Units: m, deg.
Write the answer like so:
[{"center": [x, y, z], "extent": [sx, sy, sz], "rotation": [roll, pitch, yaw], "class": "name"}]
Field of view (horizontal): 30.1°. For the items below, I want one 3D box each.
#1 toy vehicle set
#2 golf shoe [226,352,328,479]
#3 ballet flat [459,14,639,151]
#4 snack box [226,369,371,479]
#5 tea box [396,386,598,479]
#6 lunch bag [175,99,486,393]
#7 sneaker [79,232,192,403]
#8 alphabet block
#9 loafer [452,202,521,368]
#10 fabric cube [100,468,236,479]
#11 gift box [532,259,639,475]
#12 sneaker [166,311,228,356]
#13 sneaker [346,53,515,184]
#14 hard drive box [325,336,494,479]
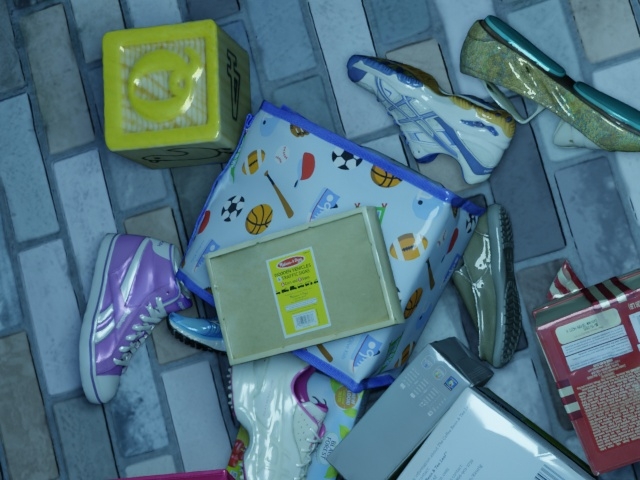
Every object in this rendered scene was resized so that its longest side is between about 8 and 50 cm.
[{"center": [-0.027, 0.066, 1.653], "extent": [0.267, 0.035, 0.166], "rotation": [-16, 83, 26], "class": "toy vehicle set"}, {"center": [-0.051, 0.310, 1.773], "extent": [0.140, 0.115, 0.306], "rotation": [-11, 82, 8], "class": "golf shoe"}, {"center": [0.360, -0.210, 1.813], "extent": [0.348, 0.123, 0.123], "rotation": [36, 93, 13], "class": "ballet flat"}, {"center": [-0.035, 0.302, 1.862], "extent": [0.174, 0.070, 0.207], "rotation": [18, 90, 14], "class": "snack box"}, {"center": [0.208, 0.397, 1.667], "extent": [0.220, 0.323, 0.329], "rotation": [37, 93, 13], "class": "tea box"}, {"center": [0.000, 0.000, 1.796], "extent": [0.385, 0.239, 0.327], "rotation": [27, 93, 22], "class": "lunch bag"}, {"center": [-0.294, 0.133, 1.923], "extent": [0.161, 0.102, 0.282], "rotation": [8, 86, 10], "class": "sneaker"}, {"center": [-0.223, -0.227, 1.891], "extent": [0.192, 0.197, 0.193], "rotation": [-6, 83, 12], "class": "alphabet block"}, {"center": [0.251, 0.071, 1.820], "extent": [0.087, 0.094, 0.251], "rotation": [-6, 78, 25], "class": "loafer"}, {"center": [-0.223, 0.510, 1.752], "extent": [0.254, 0.259, 0.258], "rotation": [-9, 58, 12], "class": "fabric cube"}, {"center": [0.444, 0.147, 1.672], "extent": [0.255, 0.258, 0.276], "rotation": [-17, 89, 11], "class": "gift box"}, {"center": [-0.168, 0.141, 1.909], "extent": [0.162, 0.063, 0.073], "rotation": [18, 74, -10], "class": "sneaker"}, {"center": [0.151, -0.190, 1.851], "extent": [0.296, 0.112, 0.131], "rotation": [31, 113, 24], "class": "sneaker"}, {"center": [0.136, 0.259, 1.757], "extent": [0.089, 0.181, 0.232], "rotation": [43, 101, 15], "class": "hard drive box"}]
